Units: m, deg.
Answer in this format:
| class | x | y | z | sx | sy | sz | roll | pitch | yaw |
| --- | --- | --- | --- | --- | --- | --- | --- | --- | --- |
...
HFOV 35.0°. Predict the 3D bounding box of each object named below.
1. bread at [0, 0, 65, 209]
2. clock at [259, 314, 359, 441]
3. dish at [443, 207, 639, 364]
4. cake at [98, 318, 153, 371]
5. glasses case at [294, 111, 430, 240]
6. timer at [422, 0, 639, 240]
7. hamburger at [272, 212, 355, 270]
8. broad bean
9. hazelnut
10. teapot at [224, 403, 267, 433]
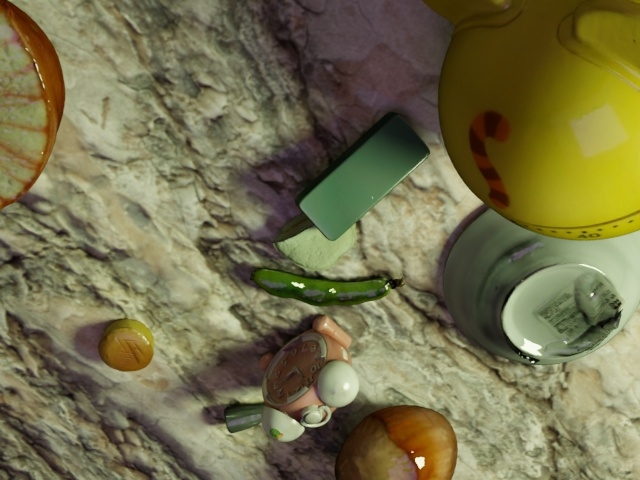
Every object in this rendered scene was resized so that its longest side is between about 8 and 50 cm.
| class | x | y | z | sx | sy | sz | roll | pitch | yaw |
| --- | --- | --- | --- | --- | --- | --- | --- | --- | --- |
| bread | -0.493 | -0.171 | 1.292 | 0.328 | 0.114 | 0.295 | -4 | 122 | -1 |
| clock | -0.013 | 0.214 | 1.513 | 0.166 | 0.162 | 0.093 | -36 | 118 | 18 |
| dish | 0.338 | 0.080 | 1.477 | 0.317 | 0.106 | 0.316 | -1 | 121 | -2 |
| cake | -0.293 | 0.160 | 1.538 | 0.084 | 0.044 | 0.084 | -2 | 120 | -3 |
| glasses case | 0.056 | -0.086 | 1.370 | 0.184 | 0.039 | 0.078 | -42 | 106 | 0 |
| timer | 0.292 | -0.188 | 1.159 | 0.376 | 0.376 | 0.387 | -28 | 142 | 14 |
| hamburger | 0.000 | -0.002 | 1.449 | 0.121 | 0.054 | 0.084 | -30 | 122 | 18 |
| broad bean | 0.010 | 0.067 | 1.496 | 0.227 | 0.039 | 0.069 | 0 | 133 | -3 |
| hazelnut | 0.126 | 0.356 | 1.600 | 0.214 | 0.176 | 0.214 | -20 | 146 | -14 |
| teapot | -0.096 | 0.275 | 1.617 | 0.111 | 0.043 | 0.042 | -14 | 120 | 3 |
